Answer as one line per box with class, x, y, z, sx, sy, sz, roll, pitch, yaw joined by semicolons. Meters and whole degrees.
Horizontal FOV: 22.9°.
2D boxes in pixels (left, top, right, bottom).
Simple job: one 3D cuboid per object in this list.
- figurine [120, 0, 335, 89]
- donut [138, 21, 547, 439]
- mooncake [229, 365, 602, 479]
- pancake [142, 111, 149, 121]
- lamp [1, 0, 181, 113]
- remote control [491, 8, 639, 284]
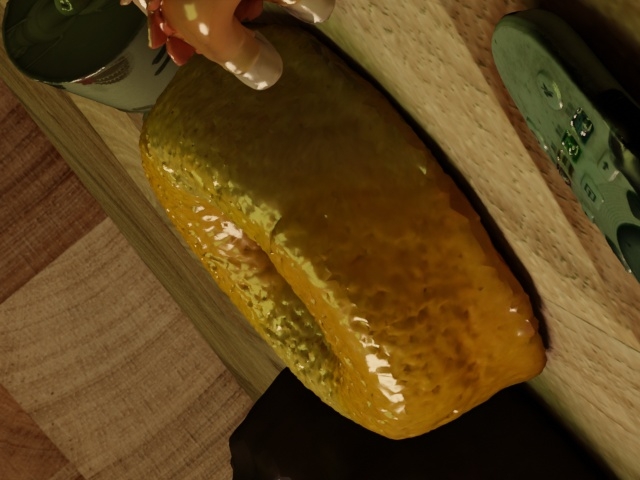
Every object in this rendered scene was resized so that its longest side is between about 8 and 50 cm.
figurine;-0.086;-0.166;0.769;0.195;0.111;0.102;41;-175;28
donut;0.000;0.000;0.947;0.303;0.110;0.303;48;169;12
mooncake;0.102;0.234;1.135;0.381;0.212;0.350;49;164;-6
pancake;-0.073;-0.022;1.401;0.253;0.037;0.253;49;170;11
lamp;-0.164;-0.163;1.010;0.121;0.121;0.215;43;179;35
remote control;0.145;0.017;0.547;0.256;0.045;0.097;51;171;11
